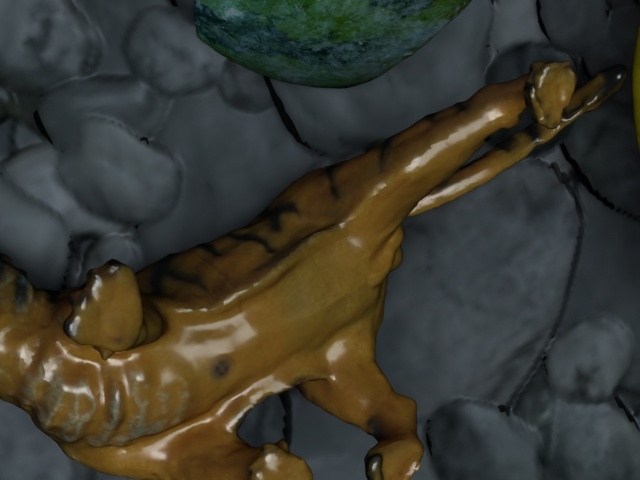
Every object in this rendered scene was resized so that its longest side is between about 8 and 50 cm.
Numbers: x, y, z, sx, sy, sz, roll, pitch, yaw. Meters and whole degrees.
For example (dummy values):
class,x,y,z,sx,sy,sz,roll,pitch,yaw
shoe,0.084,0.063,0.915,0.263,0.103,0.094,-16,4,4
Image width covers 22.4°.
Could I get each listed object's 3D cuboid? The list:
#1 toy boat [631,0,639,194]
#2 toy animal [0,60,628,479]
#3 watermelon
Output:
class,x,y,z,sx,sy,sz,roll,pitch,yaw
toy boat,0.202,-0.005,0.591,0.141,0.099,0.318,-46,109,-14
toy animal,0.001,0.008,0.530,0.255,0.116,0.114,-25,115,-25
watermelon,0.000,-0.090,0.541,0.092,0.072,0.084,-23,117,21
